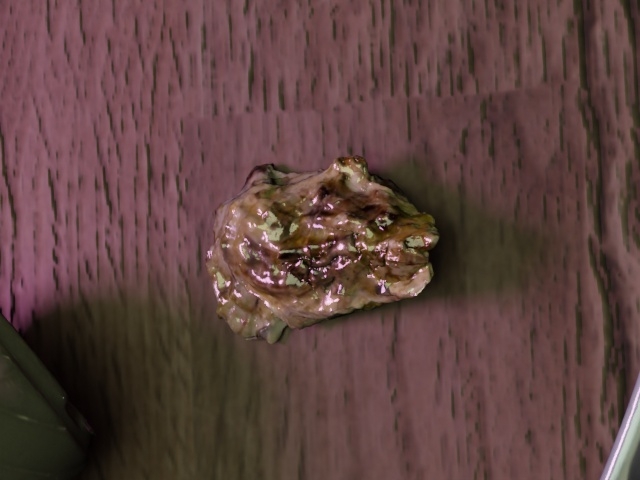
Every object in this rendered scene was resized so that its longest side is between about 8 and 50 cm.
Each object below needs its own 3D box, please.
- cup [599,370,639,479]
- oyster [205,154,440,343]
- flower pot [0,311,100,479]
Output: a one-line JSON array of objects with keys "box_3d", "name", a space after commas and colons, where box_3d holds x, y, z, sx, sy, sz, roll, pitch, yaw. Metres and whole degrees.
[{"box_3d": [0.292, 0.113, 0.847, 0.331, 0.257, 0.311, 18, 93, 19], "name": "cup"}, {"box_3d": [0.001, -0.002, 1.071, 0.165, 0.053, 0.108, -11, 72, 26], "name": "oyster"}, {"box_3d": [-0.226, 0.109, 1.073, 0.140, 0.235, 0.235, -39, 73, -10], "name": "flower pot"}]
